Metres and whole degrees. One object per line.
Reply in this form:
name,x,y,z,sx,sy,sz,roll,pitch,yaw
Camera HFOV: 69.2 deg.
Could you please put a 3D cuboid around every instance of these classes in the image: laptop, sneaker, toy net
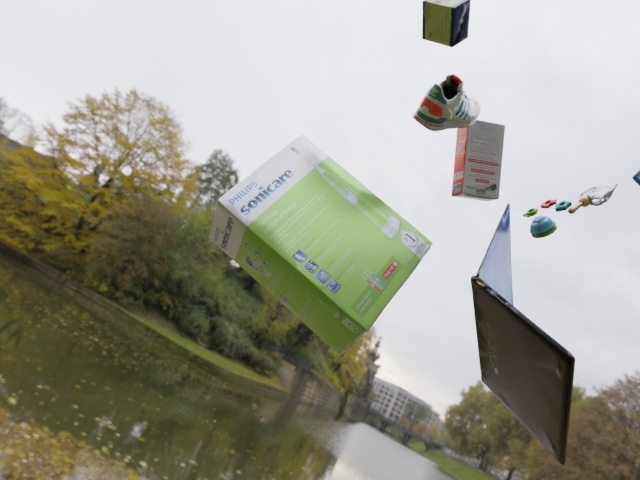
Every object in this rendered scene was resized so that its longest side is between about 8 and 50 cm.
laptop,0.487,0.197,1.065,0.408,0.236,0.382,51,-15,52
sneaker,0.217,-0.224,0.740,0.057,0.161,0.075,47,-43,27
toy net,0.663,-0.088,1.232,0.232,0.122,0.045,-27,-75,24

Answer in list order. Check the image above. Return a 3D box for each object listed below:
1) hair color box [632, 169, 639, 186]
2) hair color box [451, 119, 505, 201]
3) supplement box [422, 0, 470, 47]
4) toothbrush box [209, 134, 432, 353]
hair color box,1.039,-0.247,1.222,0.173,0.105,0.347,15,-51,-21
hair color box,0.351,-0.177,1.036,0.093,0.167,0.053,7,-4,-13
supplement box,0.268,-0.474,0.996,0.083,0.056,0.083,35,-29,36
toothbrush box,0.000,0.000,0.742,0.283,0.206,0.122,41,-34,4
